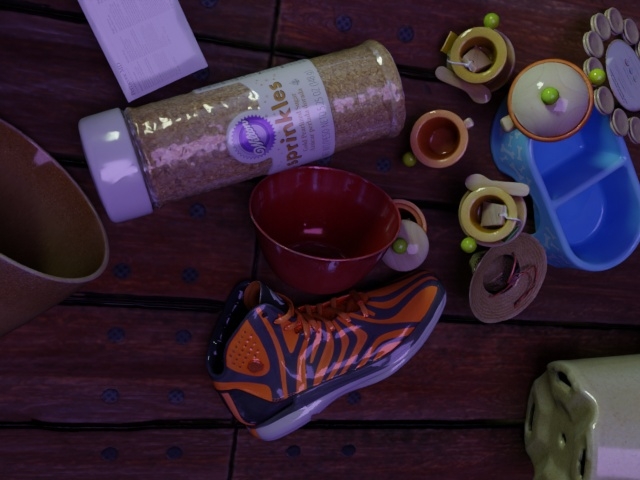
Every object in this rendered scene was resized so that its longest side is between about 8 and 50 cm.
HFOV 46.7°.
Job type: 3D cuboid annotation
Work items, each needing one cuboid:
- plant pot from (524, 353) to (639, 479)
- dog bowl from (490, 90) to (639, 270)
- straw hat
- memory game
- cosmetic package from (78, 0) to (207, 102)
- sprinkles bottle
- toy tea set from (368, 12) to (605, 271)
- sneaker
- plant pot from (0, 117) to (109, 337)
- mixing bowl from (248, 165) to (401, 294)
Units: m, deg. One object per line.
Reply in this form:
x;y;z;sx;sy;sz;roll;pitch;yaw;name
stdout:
0.475;0.290;1.053;0.305;0.334;0.334;4;104;-7;plant pot
0.349;-0.084;1.018;0.166;0.074;0.297;-32;112;-7;dog bowl
0.240;0.042;1.027;0.144;0.061;0.144;-15;120;-27;straw hat
0.403;-0.217;0.983;0.186;0.012;0.186;9;76;-37;memory game
-0.219;-0.279;0.795;0.099;0.060;0.239;-27;111;-10;cosmetic package
-0.085;-0.128;0.847;0.355;0.121;0.121;-19;110;-12;sprinkles bottle
0.185;-0.102;0.898;0.200;0.124;0.336;27;99;14;toy tea set
-0.001;0.103;0.936;0.321;0.124;0.180;-36;113;-5;sneaker
-0.394;0.025;0.759;0.254;0.237;0.237;-39;113;14;plant pot
0.000;0.000;0.897;0.181;0.181;0.098;-3;130;-16;mixing bowl
